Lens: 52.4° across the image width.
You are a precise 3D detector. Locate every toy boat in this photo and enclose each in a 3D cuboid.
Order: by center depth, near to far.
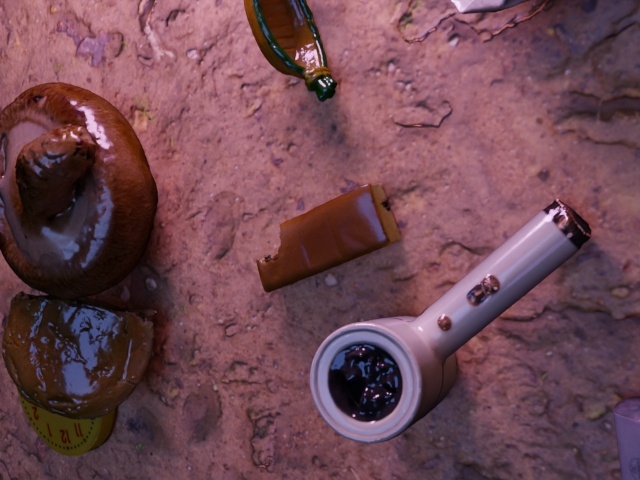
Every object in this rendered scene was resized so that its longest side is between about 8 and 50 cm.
[{"bbox_3d":[-0.040,-0.286,0.838,0.088,0.088,0.230,-9,103,55],"label":"toy boat"}]

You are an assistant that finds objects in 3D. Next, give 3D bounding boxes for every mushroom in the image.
[{"bbox_3d":[-0.409,-0.074,1.061,0.345,0.239,0.345,-20,61,42],"label":"mushroom"}]

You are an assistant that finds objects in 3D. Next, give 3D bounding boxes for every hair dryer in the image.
[{"bbox_3d":[0.165,0.076,0.736,0.362,0.203,0.128,-43,71,14],"label":"hair dryer"}]

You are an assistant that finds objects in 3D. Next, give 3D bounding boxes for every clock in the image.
[{"bbox_3d":[-0.521,0.288,1.286,0.277,0.071,0.294,-20,89,35],"label":"clock"}]

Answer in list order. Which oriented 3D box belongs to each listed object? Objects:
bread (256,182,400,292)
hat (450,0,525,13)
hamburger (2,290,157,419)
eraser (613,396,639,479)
[{"bbox_3d":[0.000,0.000,0.894,0.226,0.049,0.088,-22,87,36],"label":"bread"},{"bbox_3d":[0.246,-0.364,0.619,0.301,0.168,0.258,-7,104,9],"label":"hat"},{"bbox_3d":[-0.431,0.200,1.138,0.308,0.132,0.211,6,90,21],"label":"hamburger"},{"bbox_3d":[0.404,0.281,0.660,0.174,0.081,0.227,-6,95,31],"label":"eraser"}]
